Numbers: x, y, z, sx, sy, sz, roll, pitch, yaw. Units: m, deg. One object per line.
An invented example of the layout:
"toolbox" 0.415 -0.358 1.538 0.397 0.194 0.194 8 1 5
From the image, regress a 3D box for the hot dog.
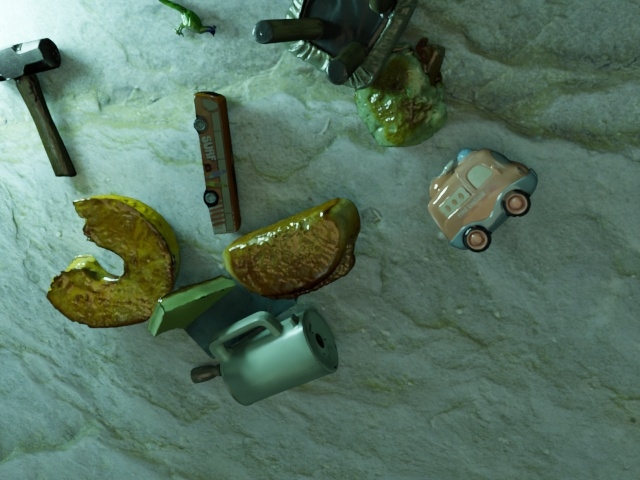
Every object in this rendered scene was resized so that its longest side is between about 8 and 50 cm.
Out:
"hot dog" -0.061 0.044 1.739 0.405 0.185 0.223 -20 104 17

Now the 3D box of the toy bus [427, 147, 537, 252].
"toy bus" 0.418 -0.121 1.641 0.232 0.194 0.287 44 112 6

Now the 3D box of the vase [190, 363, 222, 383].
"vase" -0.374 0.439 2.040 0.101 0.053 0.053 -14 107 10

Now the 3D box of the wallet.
"wallet" -0.265 0.217 1.944 0.379 0.046 0.190 -35 102 18

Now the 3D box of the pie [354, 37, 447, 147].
"pie" 0.208 -0.383 1.628 0.257 0.105 0.274 1 108 25

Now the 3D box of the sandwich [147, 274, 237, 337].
"sandwich" -0.399 0.201 1.882 0.063 0.245 0.212 59 143 18

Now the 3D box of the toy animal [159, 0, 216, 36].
"toy animal" -0.388 -0.604 1.673 0.217 0.041 0.075 33 110 1

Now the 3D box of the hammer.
"hammer" -0.828 -0.376 1.816 0.242 0.095 0.408 -11 113 13

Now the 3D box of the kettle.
"kettle" -0.141 0.351 1.869 0.318 0.265 0.205 -26 60 20

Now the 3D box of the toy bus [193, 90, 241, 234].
"toy bus" -0.297 -0.220 1.768 0.092 0.093 0.408 -4 110 3

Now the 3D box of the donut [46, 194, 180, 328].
"donut" -0.612 0.071 1.893 0.378 0.163 0.435 31 110 -4

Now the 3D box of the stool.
"stool" 0.031 -0.555 1.493 0.310 0.226 0.310 33 112 14
